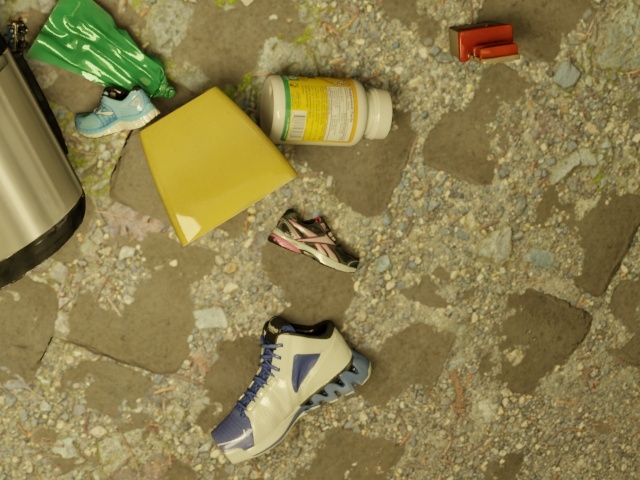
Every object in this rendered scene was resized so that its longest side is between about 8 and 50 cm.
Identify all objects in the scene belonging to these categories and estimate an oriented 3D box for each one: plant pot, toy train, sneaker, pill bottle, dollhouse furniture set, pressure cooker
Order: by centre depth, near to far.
[{"bbox_3d":[-0.572,-0.141,1.503,0.369,0.375,0.420,-26,113,-4],"label":"pressure cooker"},{"bbox_3d":[-0.485,-0.272,1.677,0.036,0.027,0.158,5,106,-7],"label":"toy train"},{"bbox_3d":[-0.330,-0.212,1.689,0.162,0.063,0.073,-9,113,31],"label":"sneaker"},{"bbox_3d":[-0.185,-0.134,1.721,0.212,0.212,0.187,-32,99,-5],"label":"plant pot"},{"bbox_3d":[0.010,-0.218,1.788,0.208,0.117,0.118,0,106,-16],"label":"pill bottle"},{"bbox_3d":[0.275,-0.437,1.788,0.262,0.135,0.259,-11,109,-13],"label":"dollhouse furniture set"},{"bbox_3d":[0.000,0.000,1.880,0.178,0.072,0.077,25,88,-27],"label":"sneaker"},{"bbox_3d":[-0.079,0.240,1.909,0.315,0.127,0.182,-33,109,-12],"label":"sneaker"}]

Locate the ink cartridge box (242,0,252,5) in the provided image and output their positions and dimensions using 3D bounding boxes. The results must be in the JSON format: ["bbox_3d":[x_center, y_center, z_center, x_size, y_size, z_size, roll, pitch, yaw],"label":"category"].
[{"bbox_3d":[-0.096,-0.521,1.712,0.224,0.056,0.181,-38,114,18],"label":"ink cartridge box"}]

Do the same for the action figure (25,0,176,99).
[{"bbox_3d":[-0.333,-0.291,1.694,0.232,0.063,0.137,31,94,-18],"label":"action figure"}]
